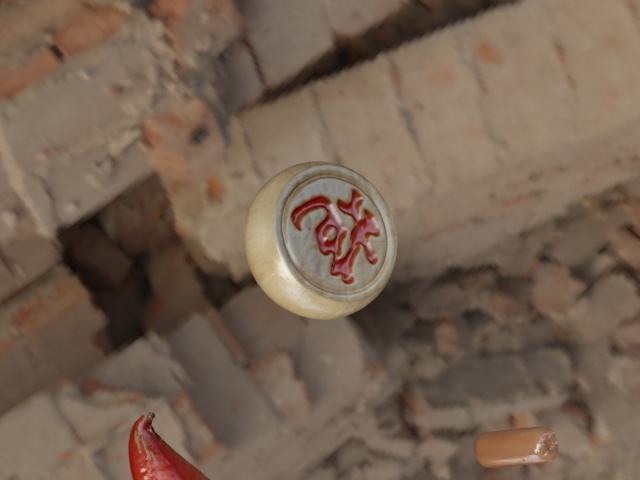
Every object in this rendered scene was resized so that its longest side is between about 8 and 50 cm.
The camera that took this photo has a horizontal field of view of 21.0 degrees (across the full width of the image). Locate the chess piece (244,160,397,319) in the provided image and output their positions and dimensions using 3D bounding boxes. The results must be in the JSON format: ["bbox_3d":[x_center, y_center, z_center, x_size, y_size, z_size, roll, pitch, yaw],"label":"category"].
[{"bbox_3d":[0.000,0.000,0.901,0.084,0.083,0.038,-9,171,-35],"label":"chess piece"}]

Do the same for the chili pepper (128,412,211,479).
[{"bbox_3d":[-0.023,0.271,1.379,0.092,0.137,0.368,-19,140,26],"label":"chili pepper"}]

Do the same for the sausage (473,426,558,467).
[{"bbox_3d":[0.177,0.187,1.556,0.034,0.083,0.034,14,71,-47],"label":"sausage"}]
